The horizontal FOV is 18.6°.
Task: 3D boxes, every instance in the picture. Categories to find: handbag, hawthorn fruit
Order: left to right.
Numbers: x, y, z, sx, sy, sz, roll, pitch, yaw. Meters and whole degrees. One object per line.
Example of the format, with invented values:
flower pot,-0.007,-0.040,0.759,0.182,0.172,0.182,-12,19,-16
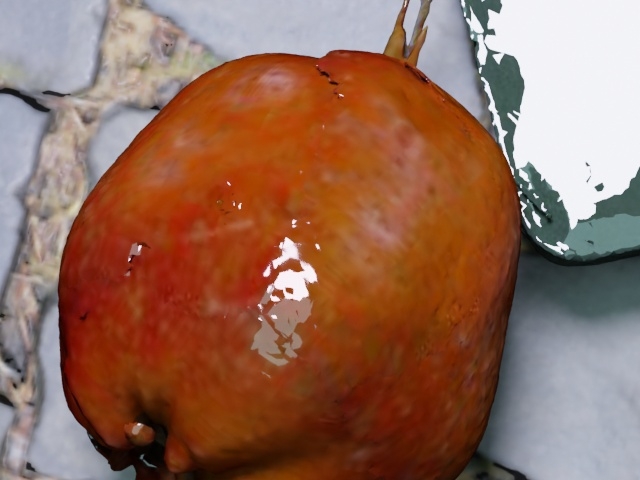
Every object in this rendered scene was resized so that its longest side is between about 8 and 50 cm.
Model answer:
hawthorn fruit,0.000,0.000,0.908,0.211,0.211,0.299,22,72,13
handbag,0.198,-0.126,0.945,0.260,0.079,0.248,-13,80,8
